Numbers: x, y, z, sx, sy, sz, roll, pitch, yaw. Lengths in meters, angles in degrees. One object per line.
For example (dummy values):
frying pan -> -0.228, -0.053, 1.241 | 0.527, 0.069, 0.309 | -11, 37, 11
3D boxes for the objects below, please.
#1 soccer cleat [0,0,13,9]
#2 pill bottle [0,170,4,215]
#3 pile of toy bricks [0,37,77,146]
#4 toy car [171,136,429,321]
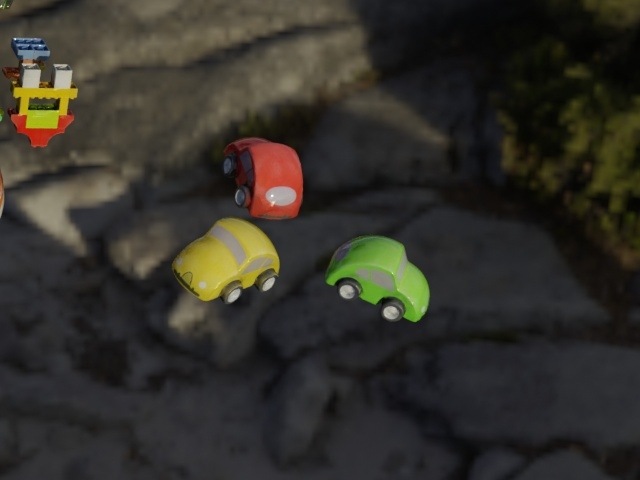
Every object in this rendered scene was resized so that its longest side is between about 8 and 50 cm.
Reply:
soccer cleat -> -0.392, -0.252, 2.075 | 0.121, 0.093, 0.289 | 17, 71, -4
pill bottle -> -0.310, -0.056, 1.528 | 0.121, 0.221, 0.121 | 1, 58, -1
pile of toy bricks -> -0.350, -0.135, 1.882 | 0.212, 0.105, 0.118 | 0, 28, -23
toy car -> 0.000, 0.000, 1.742 | 0.225, 0.053, 0.239 | 24, 36, -2
